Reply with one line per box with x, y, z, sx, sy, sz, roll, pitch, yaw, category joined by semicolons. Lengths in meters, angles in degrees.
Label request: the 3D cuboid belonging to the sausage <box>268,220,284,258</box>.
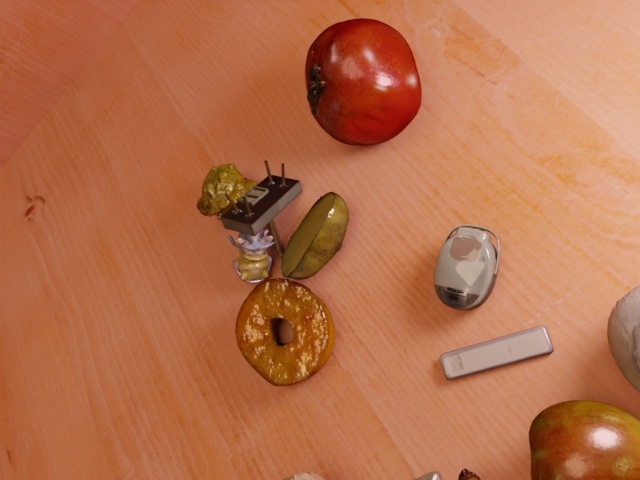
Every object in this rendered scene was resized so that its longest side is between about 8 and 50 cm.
-0.134;-0.006;1.748;0.024;0.024;0.133;-30;65;20;sausage

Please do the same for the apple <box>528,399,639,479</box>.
0.527;0.436;1.116;0.226;0.246;0.247;-7;73;12;apple

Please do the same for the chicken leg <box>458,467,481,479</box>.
0.259;0.678;1.274;0.157;0.096;0.407;34;108;10;chicken leg

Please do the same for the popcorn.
-0.295;-0.144;1.801;0.197;0.155;0.198;-37;30;26;popcorn

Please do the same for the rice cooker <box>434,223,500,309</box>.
0.354;0.068;1.385;0.145;0.127;0.207;13;80;31;rice cooker

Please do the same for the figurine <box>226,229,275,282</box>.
-0.201;0.034;1.697;0.128;0.208;0.184;-8;86;-17;figurine

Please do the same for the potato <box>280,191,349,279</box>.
0.000;0.000;1.615;0.272;0.111;0.160;-59;21;4;potato

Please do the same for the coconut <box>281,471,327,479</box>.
-0.048;0.728;1.342;0.297;0.297;0.310;41;93;32;coconut

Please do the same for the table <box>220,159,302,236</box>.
-0.177;-0.135;1.682;0.121;0.111;0.240;14;44;32;table

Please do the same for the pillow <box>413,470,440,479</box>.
0.211;0.639;1.355;0.208;0.053;0.119;-35;64;14;pillow

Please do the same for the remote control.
0.410;0.267;1.357;0.260;0.029;0.067;-22;67;21;remote control

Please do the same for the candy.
0.710;0.195;1.109;0.295;0.185;0.296;-3;78;13;candy

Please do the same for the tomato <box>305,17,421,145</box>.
0.111;-0.415;1.541;0.289;0.325;0.293;-6;62;-18;tomato

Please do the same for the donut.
-0.091;0.254;1.605;0.302;0.110;0.303;-7;76;28;donut
